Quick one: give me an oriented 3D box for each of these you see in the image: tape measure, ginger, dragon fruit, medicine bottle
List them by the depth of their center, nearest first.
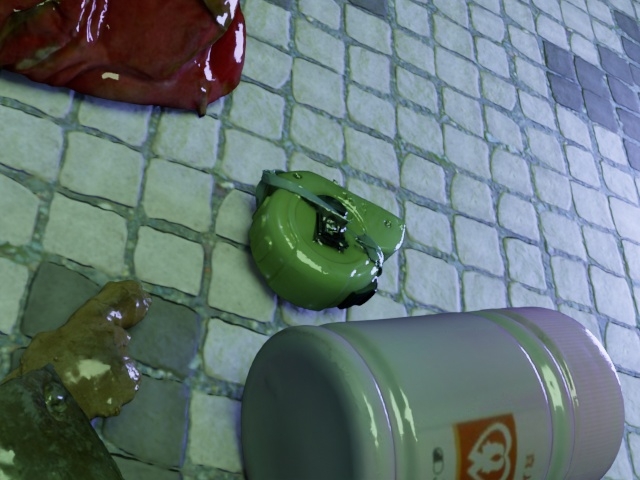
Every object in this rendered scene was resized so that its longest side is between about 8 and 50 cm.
[{"bbox_3d":[-0.185,0.095,0.673,0.096,0.067,0.165,26,45,11],"label":"ginger"},{"bbox_3d":[0.107,0.168,0.733,0.315,0.202,0.202,-1,61,-34],"label":"medicine bottle"},{"bbox_3d":[-0.224,-0.282,0.798,0.329,0.228,0.286,-23,77,-44],"label":"dragon fruit"},{"bbox_3d":[0.000,0.000,0.855,0.177,0.087,0.154,27,49,-14],"label":"tape measure"}]

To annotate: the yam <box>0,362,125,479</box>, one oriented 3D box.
[{"bbox_3d":[-0.178,0.238,0.520,0.168,0.168,0.304,-28,76,-43],"label":"yam"}]
